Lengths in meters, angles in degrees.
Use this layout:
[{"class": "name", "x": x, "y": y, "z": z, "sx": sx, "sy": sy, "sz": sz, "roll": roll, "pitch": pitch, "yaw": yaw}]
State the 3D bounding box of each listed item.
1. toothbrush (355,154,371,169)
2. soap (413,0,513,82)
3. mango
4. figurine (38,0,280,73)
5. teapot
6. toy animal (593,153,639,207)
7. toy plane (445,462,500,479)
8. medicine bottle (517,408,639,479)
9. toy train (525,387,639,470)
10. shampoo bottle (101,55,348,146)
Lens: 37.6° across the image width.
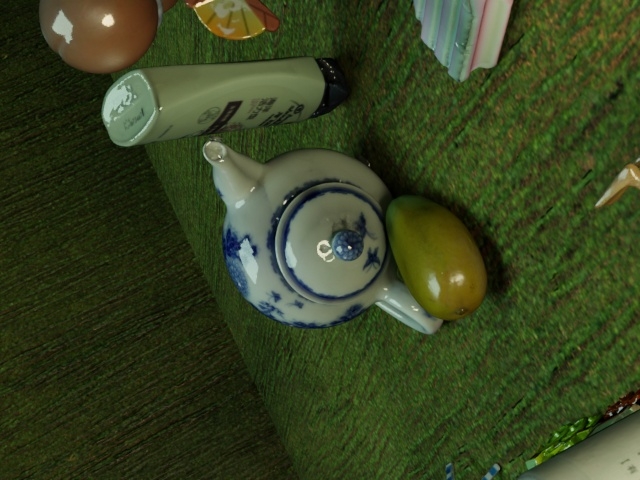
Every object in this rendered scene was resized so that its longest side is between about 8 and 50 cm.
[{"class": "toothbrush", "x": 0.037, "y": -0.061, "z": 1.489, "sx": 0.030, "sy": 0.030, "sz": 0.297, "roll": 39, "pitch": 157, "yaw": 5}, {"class": "soap", "x": 0.134, "y": -0.237, "z": 0.893, "sx": 0.100, "sy": 0.056, "sz": 0.149, "roll": 55, "pitch": 163, "yaw": 25}, {"class": "mango", "x": 0.138, "y": 0.016, "z": 1.160, "sx": 0.130, "sy": 0.092, "sz": 0.195, "roll": 85, "pitch": 161, "yaw": -49}, {"class": "figurine", "x": -0.167, "y": -0.363, "z": 1.108, "sx": 0.248, "sy": 0.388, "sz": 0.277, "roll": 8, "pitch": 117, "yaw": 70}, {"class": "teapot", "x": 0.000, "y": 0.000, "z": 1.285, "sx": 0.424, "sy": 0.252, "sz": 0.280, "roll": 38, "pitch": 172, "yaw": -16}, {"class": "toy animal", "x": 0.296, "y": -0.004, "z": 0.672, "sx": 0.179, "sy": 0.089, "sz": 0.188, "roll": 46, "pitch": 159, "yaw": 10}, {"class": "toy plane", "x": 0.269, "y": 0.416, "z": 1.330, "sx": 0.273, "sy": 0.107, "sz": 0.182, "roll": -9, "pitch": 61, "yaw": 48}, {"class": "medicine bottle", "x": 0.261, "y": 0.145, "z": 0.642, "sx": 0.095, "sy": 0.260, "sz": 0.095, "roll": 55, "pitch": 160, "yaw": 31}, {"class": "toy train", "x": 0.285, "y": 0.206, "z": 0.960, "sx": 0.053, "sy": 0.085, "sz": 0.250, "roll": 47, "pitch": 159, "yaw": 10}, {"class": "shampoo bottle", "x": -0.099, "y": -0.190, "z": 1.212, "sx": 0.134, "sy": 0.359, "sz": 0.078, "roll": -31, "pitch": 80, "yaw": 42}]
